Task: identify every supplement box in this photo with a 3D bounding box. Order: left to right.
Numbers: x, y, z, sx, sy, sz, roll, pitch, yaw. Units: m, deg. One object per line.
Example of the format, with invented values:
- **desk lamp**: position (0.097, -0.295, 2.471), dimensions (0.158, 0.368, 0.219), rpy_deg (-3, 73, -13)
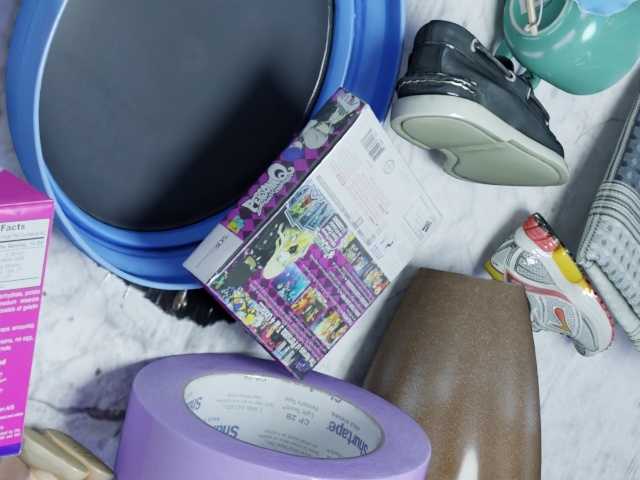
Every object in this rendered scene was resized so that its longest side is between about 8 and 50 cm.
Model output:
- **supplement box**: position (-0.294, 0.055, 1.547), dimensions (0.114, 0.111, 0.220), rpy_deg (-5, 114, -42)

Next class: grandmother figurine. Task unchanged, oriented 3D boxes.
- **grandmother figurine**: position (-0.312, 0.323, 1.725), dimensions (0.342, 0.104, 0.208), rpy_deg (-56, 154, 1)

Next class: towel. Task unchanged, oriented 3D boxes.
- **towel**: position (0.397, -0.030, 2.180), dimensions (0.324, 0.056, 0.312), rpy_deg (46, 59, -44)

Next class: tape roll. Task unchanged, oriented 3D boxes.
- **tape roll**: position (-0.043, 0.194, 1.777), dimensions (0.275, 0.275, 0.090), rpy_deg (0, 112, -42)

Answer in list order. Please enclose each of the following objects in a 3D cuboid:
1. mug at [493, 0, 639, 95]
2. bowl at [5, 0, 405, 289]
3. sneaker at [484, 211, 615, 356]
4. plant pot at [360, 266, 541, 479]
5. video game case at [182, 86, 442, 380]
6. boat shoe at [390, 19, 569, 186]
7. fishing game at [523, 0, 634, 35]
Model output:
- **mug**: position (0.236, -0.206, 1.930), dimensions (0.097, 0.129, 0.157), rpy_deg (23, 95, -43)
- **bowl**: position (-0.097, -0.151, 1.696), dimensions (0.391, 0.077, 0.391), rpy_deg (-20, 123, -34)
- **sneaker**: position (0.242, 0.059, 2.118), dimensions (0.093, 0.088, 0.225), rpy_deg (-36, 134, 4)
- **plant pot**: position (0.134, 0.148, 1.987), dimensions (0.215, 0.215, 0.230), rpy_deg (11, 89, -44)
- **video game case**: position (0.000, 0.000, 1.772), dimensions (0.210, 0.042, 0.232), rpy_deg (-49, 148, -6)
- **boat shoe**: position (0.157, -0.128, 1.894), dimensions (0.340, 0.127, 0.113), rpy_deg (21, 69, -60)
- **fishing game**: position (0.279, -0.301, 1.832), dimensions (0.264, 0.041, 0.189), rpy_deg (-22, 115, -36)
